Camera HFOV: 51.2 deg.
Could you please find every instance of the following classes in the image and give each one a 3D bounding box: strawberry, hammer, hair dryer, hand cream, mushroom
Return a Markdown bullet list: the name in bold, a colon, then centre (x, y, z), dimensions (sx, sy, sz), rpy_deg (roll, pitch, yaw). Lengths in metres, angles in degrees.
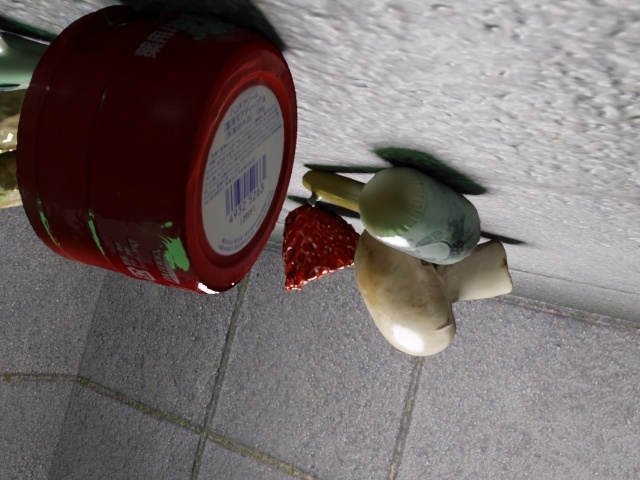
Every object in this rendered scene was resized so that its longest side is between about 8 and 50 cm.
- **strawberry**: centre (0.000, 0.000, 1.494), dimensions (0.233, 0.178, 0.234), rpy_deg (-24, -179, 0)
- **hammer**: centre (0.074, -0.059, 0.989), dimensions (0.305, 0.113, 0.201), rpy_deg (22, 179, 43)
- **hair dryer**: centre (-0.302, -0.209, 0.678), dimensions (0.167, 0.068, 0.199), rpy_deg (6, 163, -17)
- **hand cream**: centre (-0.122, -0.072, 0.563), dimensions (0.149, 0.231, 0.230), rpy_deg (16, 176, 15)
- **mushroom**: centre (0.220, 0.063, 1.321), dimensions (0.289, 0.293, 0.292), rpy_deg (-22, 171, 5)

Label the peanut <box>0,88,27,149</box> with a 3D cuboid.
- **peanut**: centre (-0.485, -0.194, 0.855), dimensions (0.298, 0.120, 0.136), rpy_deg (13, 135, -38)

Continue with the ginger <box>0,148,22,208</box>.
- **ginger**: centre (-0.278, -0.129, 0.988), dimensions (0.362, 0.122, 0.348), rpy_deg (-17, -172, 27)

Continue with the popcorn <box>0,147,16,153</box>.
- **popcorn**: centre (-0.543, -0.192, 1.136), dimensions (0.120, 0.116, 0.106), rpy_deg (16, 157, -24)
